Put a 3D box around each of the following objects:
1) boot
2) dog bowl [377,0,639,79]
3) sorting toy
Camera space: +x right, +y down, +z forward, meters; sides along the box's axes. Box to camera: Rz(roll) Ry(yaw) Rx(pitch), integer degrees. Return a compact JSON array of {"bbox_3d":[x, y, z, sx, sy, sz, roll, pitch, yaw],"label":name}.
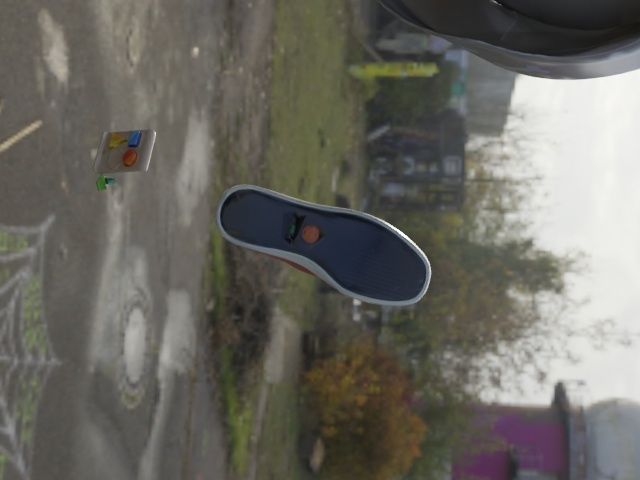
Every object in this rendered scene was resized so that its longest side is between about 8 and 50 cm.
[{"bbox_3d":[0.000,0.000,1.140,0.176,0.244,0.088,-160,-88,-85],"label":"boot"},{"bbox_3d":[0.181,-0.262,0.660,0.102,0.348,0.349,29,57,-47],"label":"dog bowl"},{"bbox_3d":[-0.218,-0.088,1.109,0.012,0.062,0.083,73,21,-55],"label":"sorting toy"}]
